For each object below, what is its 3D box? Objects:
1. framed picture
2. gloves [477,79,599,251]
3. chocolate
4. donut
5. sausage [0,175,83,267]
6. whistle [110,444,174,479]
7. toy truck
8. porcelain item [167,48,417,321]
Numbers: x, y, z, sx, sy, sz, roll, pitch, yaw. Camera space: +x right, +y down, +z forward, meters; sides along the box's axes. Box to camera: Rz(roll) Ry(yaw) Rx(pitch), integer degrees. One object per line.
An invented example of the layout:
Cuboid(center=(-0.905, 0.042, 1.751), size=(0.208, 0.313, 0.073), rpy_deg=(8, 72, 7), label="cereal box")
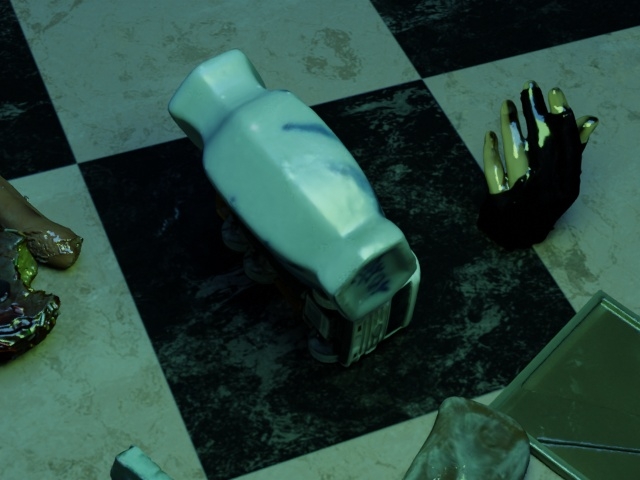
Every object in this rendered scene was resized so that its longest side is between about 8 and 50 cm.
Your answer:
Cuboid(center=(0.514, 0.295, 1.925), size=(0.446, 0.028, 0.326), rpy_deg=(37, 57, 22), label="framed picture")
Cuboid(center=(0.360, -0.124, 2.089), size=(0.197, 0.301, 0.152), rpy_deg=(-18, 35, -21), label="gloves")
Cuboid(center=(0.202, 0.334, 1.812), size=(0.157, 0.080, 0.254), rpy_deg=(23, 58, 15), label="chocolate")
Cuboid(center=(-0.509, 0.095, 1.939), size=(0.216, 0.096, 0.230), rpy_deg=(-32, 60, -25), label="donut")
Cuboid(center=(-0.505, -0.051, 2.075), size=(0.304, 0.078, 0.078), rpy_deg=(37, 56, 20), label="sausage")
Cuboid(center=(-0.145, 0.439, 1.647), size=(0.188, 0.168, 0.404), rpy_deg=(-11, 53, -14), label="whistle")
Cuboid(center=(0.000, 0.000, 2.018), size=(0.207, 0.173, 0.387), rpy_deg=(-26, 58, -24), label="toy truck")
Cuboid(center=(-0.042, -0.078, 1.826), size=(0.178, 0.242, 0.405), rpy_deg=(-39, 65, -2), label="porcelain item")
